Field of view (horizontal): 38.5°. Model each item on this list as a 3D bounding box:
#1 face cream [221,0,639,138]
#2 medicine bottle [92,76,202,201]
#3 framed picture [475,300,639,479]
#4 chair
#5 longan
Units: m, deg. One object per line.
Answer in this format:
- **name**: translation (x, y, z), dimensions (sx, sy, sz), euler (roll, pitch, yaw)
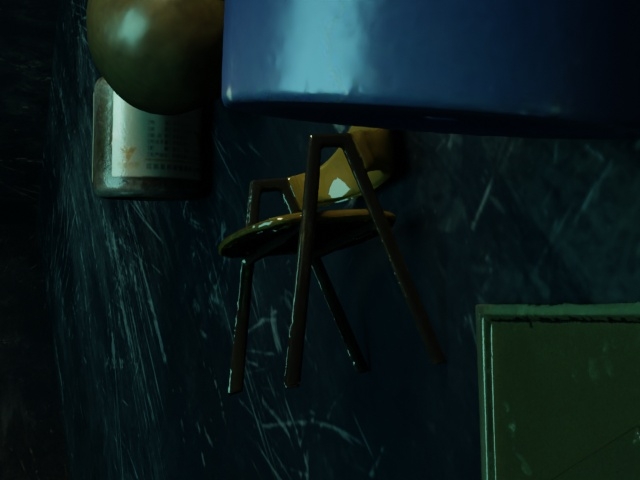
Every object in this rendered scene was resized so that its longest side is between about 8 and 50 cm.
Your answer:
- **face cream**: translation (0.074, -0.175, 0.515), dimensions (0.249, 0.249, 0.224), euler (-168, 82, -66)
- **medicine bottle**: translation (-0.257, -0.197, 1.375), dimensions (0.165, 0.165, 0.273), euler (-177, 89, -66)
- **framed picture**: translation (0.178, 0.137, 0.553), dimensions (0.281, 0.019, 0.208), euler (171, 98, -66)
- **chair**: translation (0.000, 0.000, 0.805), dimensions (0.159, 0.173, 0.246), euler (153, 108, -65)
- **longan**: translation (-0.195, -0.281, 1.168), dimensions (0.246, 0.215, 0.245), euler (25, 126, 40)
